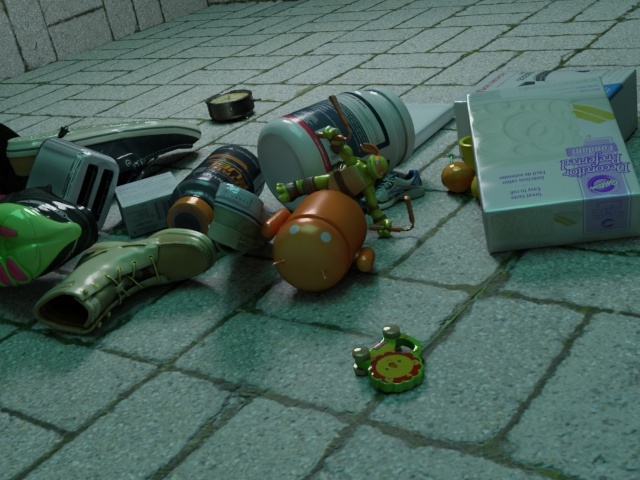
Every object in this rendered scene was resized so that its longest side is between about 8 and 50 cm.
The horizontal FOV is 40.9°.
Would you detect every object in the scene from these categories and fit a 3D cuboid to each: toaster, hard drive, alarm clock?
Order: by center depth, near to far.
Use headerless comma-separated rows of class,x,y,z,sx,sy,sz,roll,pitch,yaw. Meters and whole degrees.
toaster,-0.503,-0.111,1.744,0.146,0.227,0.129,17,-1,36
hard drive,0.155,-0.249,1.964,0.202,0.040,0.307,5,28,33
alarm clock,-0.260,-0.378,2.396,0.129,0.064,0.192,-28,31,-32

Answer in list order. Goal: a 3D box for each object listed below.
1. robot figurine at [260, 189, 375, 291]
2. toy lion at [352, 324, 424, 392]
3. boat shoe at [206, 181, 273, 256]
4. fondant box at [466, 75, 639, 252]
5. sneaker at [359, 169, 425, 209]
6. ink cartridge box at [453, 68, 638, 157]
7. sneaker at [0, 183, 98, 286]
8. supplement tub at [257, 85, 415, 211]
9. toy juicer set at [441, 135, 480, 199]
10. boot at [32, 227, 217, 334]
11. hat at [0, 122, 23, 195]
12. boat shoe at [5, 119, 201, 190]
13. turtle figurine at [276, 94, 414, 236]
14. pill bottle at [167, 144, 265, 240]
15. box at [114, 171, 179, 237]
robot figurine,0.002,0.000,1.371,0.128,0.158,0.219,-32,12,30
toy lion,0.096,0.156,1.108,0.096,0.034,0.100,21,38,39
boat shoe,-0.142,-0.022,1.427,0.109,0.094,0.302,26,-7,7
fondant box,0.379,-0.135,1.435,0.238,0.096,0.330,-7,43,9
sneaker,0.130,-0.100,1.620,0.135,0.058,0.052,-20,25,-18
ink cartridge box,0.456,-0.257,1.739,0.307,0.129,0.223,6,30,34
sneaker,-0.567,-0.009,1.579,0.202,0.185,0.482,-16,18,-41
supplement tub,0.031,-0.182,1.682,0.272,0.191,0.191,-26,28,-31
toy juicer set,0.370,-0.138,1.564,0.328,0.090,0.209,9,31,37
boot,-0.315,0.066,1.398,0.261,0.095,0.203,-4,24,19
hat,-0.790,-0.122,1.889,0.331,0.331,0.134,-13,55,-3
boat shoe,-0.482,-0.192,1.985,0.186,0.156,0.500,3,16,40
turtle figurine,0.032,-0.109,1.494,0.217,0.270,0.087,-25,18,28
pill bottle,-0.203,-0.081,1.635,0.130,0.131,0.246,-2,26,19
box,-0.345,-0.074,1.751,0.126,0.072,0.137,-18,25,-14
